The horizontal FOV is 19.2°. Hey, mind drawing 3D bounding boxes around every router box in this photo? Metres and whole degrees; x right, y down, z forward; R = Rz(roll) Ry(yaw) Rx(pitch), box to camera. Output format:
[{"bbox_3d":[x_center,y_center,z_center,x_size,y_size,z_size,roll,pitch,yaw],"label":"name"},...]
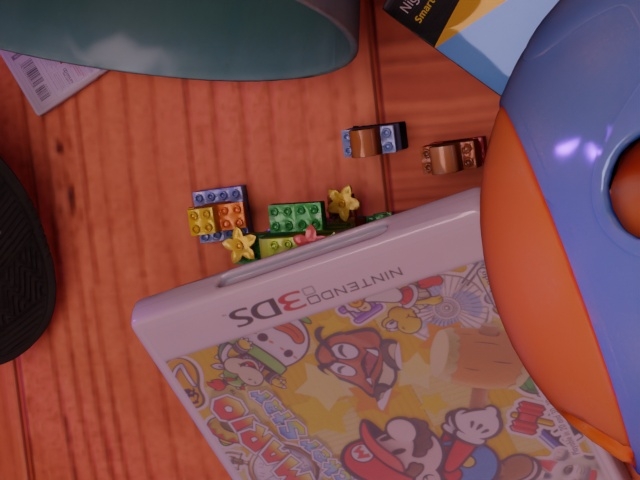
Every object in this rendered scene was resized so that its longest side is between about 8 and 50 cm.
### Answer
[{"bbox_3d":[0.138,-0.160,1.018,0.133,0.046,0.179,37,106,9],"label":"router box"}]

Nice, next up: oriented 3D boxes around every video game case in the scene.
[{"bbox_3d":[-0.142,-0.142,1.125,0.122,0.011,0.087,-32,87,19],"label":"video game case"},{"bbox_3d":[0.038,0.092,1.039,0.206,0.026,0.227,-18,123,19],"label":"video game case"}]

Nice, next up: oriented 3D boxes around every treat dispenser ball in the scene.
[{"bbox_3d":[0.218,-0.016,0.887,0.288,0.288,0.288,2,99,17],"label":"treat dispenser ball"}]

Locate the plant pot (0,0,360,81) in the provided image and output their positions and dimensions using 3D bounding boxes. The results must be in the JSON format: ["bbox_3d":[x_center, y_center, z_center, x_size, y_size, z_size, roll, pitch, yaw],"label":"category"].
[{"bbox_3d":[-0.107,-0.231,0.969,0.293,0.293,0.235,6,82,16],"label":"plant pot"}]

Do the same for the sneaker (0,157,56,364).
[{"bbox_3d":[-0.284,-0.057,1.126,0.124,0.178,0.295,-41,124,-11],"label":"sneaker"}]

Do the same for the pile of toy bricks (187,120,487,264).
[{"bbox_3d":[0.000,0.000,1.052,0.212,0.105,0.118,-7,96,18],"label":"pile of toy bricks"}]
